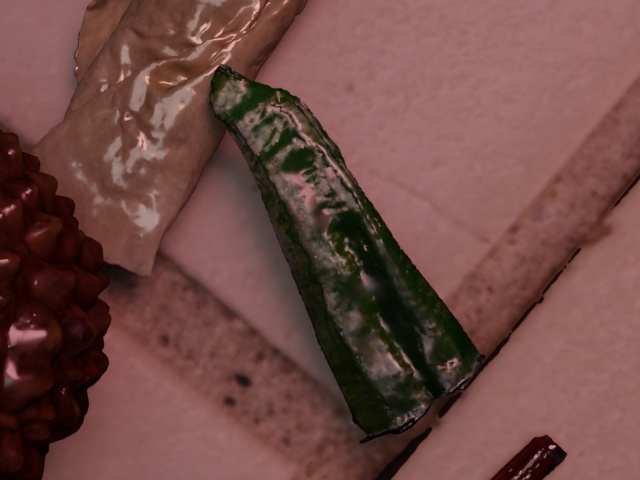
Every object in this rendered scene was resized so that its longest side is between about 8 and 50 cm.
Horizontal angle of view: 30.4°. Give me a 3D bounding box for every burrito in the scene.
[{"bbox_3d":[-0.057,-0.170,0.698,0.117,0.076,0.392,28,88,5],"label":"burrito"}]

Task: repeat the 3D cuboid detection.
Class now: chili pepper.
[{"bbox_3d":[0.000,0.000,0.666,0.088,0.059,0.227,-32,97,2],"label":"chili pepper"}]

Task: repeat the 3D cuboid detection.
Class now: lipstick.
[{"bbox_3d":[0.074,0.178,0.686,0.176,0.027,0.027,-44,84,-2],"label":"lipstick"}]

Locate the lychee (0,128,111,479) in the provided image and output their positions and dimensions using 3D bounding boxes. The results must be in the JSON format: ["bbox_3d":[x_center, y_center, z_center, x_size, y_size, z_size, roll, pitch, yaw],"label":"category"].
[{"bbox_3d":[-0.271,0.039,0.583,0.330,0.306,0.306,-2,85,-10],"label":"lychee"}]
